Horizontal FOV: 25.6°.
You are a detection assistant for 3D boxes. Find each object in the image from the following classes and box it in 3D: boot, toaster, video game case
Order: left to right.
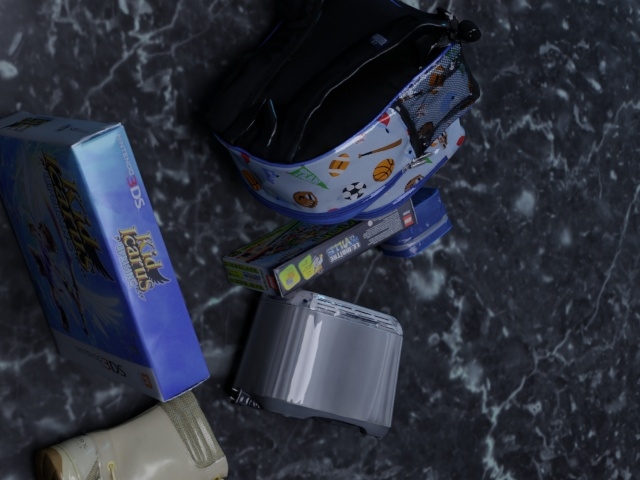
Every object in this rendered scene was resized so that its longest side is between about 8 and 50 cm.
[{"bbox_3d":[-0.232,0.010,1.407,0.061,0.244,0.269,-28,112,-29],"label":"video game case"},{"bbox_3d":[-0.191,0.314,1.576,0.203,0.095,0.262,-24,105,-32],"label":"boot"},{"bbox_3d":[-0.005,0.141,1.662,0.227,0.129,0.146,18,82,-34],"label":"toaster"}]

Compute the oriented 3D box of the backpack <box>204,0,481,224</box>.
[{"bbox_3d":[0.017,-0.145,1.574,0.263,0.276,0.213,-40,130,-21],"label":"backpack"}]

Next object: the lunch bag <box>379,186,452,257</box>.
[{"bbox_3d":[0.116,-0.022,1.759,0.098,0.067,0.065,-34,115,-28],"label":"lunch bag"}]

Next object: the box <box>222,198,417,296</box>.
[{"bbox_3d":[0.000,0.000,1.652,0.207,0.114,0.036,-28,112,-30],"label":"box"}]
